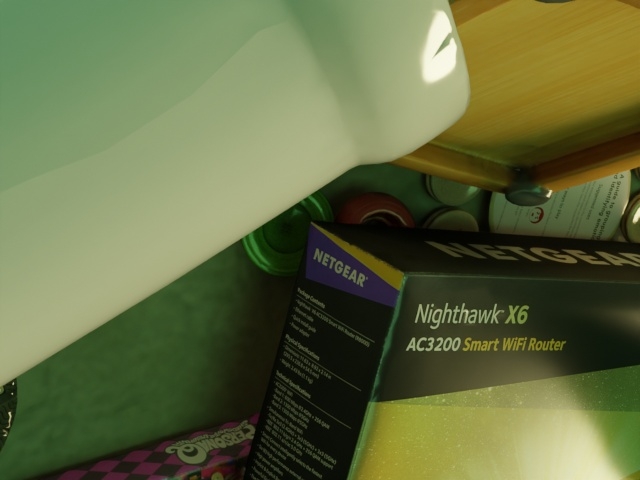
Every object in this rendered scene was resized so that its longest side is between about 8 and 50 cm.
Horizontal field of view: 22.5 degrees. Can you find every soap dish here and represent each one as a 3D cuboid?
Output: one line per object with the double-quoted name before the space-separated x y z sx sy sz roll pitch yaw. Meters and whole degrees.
"soap dish" 0.098 -0.109 0.701 0.229 0.291 0.118 14 72 -30

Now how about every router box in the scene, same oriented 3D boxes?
"router box" 0.103 0.122 0.888 0.309 0.081 0.243 3 107 -40

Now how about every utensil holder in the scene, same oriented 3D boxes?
"utensil holder" -0.201 -0.075 0.514 0.385 0.327 0.327 -32 124 0

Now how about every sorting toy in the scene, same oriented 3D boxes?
"sorting toy" 0.000 0.000 0.854 0.102 0.042 0.061 9 92 -19

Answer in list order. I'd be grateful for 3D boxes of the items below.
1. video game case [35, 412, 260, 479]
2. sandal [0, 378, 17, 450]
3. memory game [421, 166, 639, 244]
"video game case" -0.049 0.201 0.909 0.232 0.042 0.210 -15 118 -22
"sandal" -0.278 0.119 0.729 0.303 0.086 0.120 -33 130 6
"memory game" 0.136 -0.027 0.928 0.186 0.012 0.186 -11 116 -25
